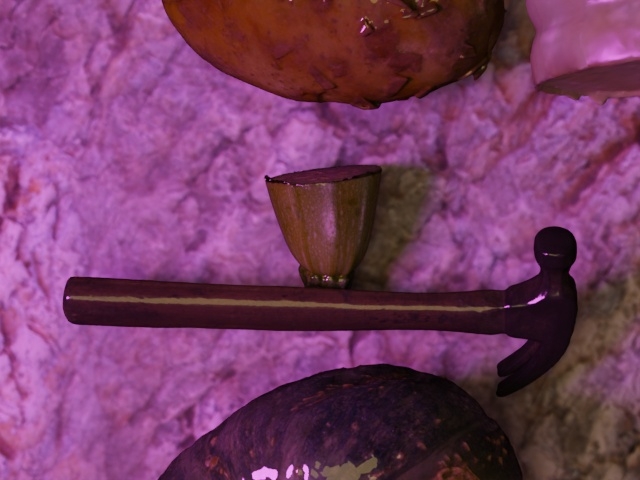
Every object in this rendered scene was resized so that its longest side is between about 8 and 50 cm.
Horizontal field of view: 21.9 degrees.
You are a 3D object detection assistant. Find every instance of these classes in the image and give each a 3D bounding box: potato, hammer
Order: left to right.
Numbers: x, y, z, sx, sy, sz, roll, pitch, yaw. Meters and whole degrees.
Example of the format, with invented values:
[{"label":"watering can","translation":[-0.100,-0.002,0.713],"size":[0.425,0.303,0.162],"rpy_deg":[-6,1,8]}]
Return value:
[{"label":"hammer","translation":[-0.002,0.055,1.422],"size":[0.440,0.044,0.168],"rpy_deg":[2,130,5]},{"label":"potato","translation":[0.008,-0.199,1.405],"size":[0.298,0.141,0.176],"rpy_deg":[0,115,11]}]

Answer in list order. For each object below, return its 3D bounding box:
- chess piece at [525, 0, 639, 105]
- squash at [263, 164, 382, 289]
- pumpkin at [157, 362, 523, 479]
[{"label":"chess piece","translation":[0.267,-0.346,1.343],"size":[0.234,0.234,0.442],"rpy_deg":[-6,87,8]},{"label":"squash","translation":[0.006,0.004,1.447],"size":[0.105,0.105,0.132],"rpy_deg":[-3,99,8]},{"label":"pumpkin","translation":[0.021,0.257,1.368],"size":[0.328,0.257,0.291],"rpy_deg":[-26,80,15]}]
